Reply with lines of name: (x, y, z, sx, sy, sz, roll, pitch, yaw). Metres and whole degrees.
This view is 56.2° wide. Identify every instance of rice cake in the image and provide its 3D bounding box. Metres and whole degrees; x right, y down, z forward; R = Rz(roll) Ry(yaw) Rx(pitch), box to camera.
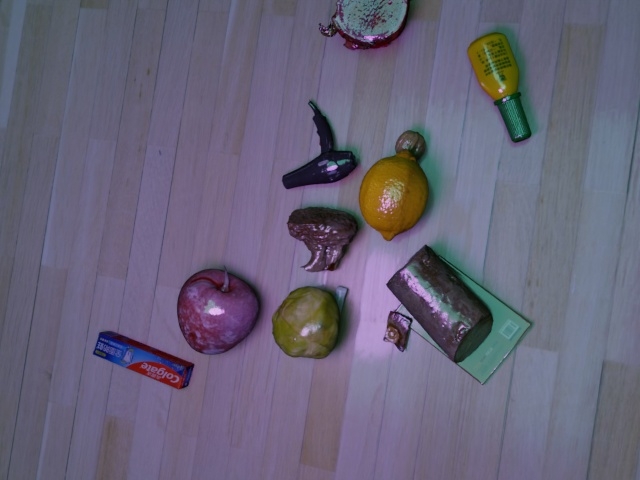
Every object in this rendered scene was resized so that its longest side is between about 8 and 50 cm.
rice cake: (0.037, 0.221, 1.742, 0.042, 0.030, 0.180, 15, 91, 11)

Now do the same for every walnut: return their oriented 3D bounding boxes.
walnut: (0.253, -0.264, 1.686, 0.092, 0.092, 0.092, -1, 87, 15)

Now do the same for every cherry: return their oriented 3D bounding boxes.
cherry: (-0.296, 0.196, 1.742, 0.236, 0.213, 0.285, 31, 116, 36)

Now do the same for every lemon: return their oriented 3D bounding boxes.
lemon: (0.203, -0.125, 1.637, 0.189, 0.188, 0.256, 13, 91, 15)

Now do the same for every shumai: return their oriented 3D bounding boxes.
shumai: (0.000, 0.000, 1.718, 0.206, 0.166, 0.175, 12, 113, 16)

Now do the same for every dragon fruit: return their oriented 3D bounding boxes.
dragon fruit: (0.140, -0.649, 1.716, 0.283, 0.147, 0.210, -20, 91, 16)

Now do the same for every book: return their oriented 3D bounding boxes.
book: (0.387, 0.217, 1.656, 0.310, 0.021, 0.216, 38, 97, 13)

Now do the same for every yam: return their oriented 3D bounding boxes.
yam: (0.319, 0.167, 1.586, 0.168, 0.168, 0.304, -44, 76, 9)

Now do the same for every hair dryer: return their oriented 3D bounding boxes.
hair dryer: (-0.018, -0.287, 1.778, 0.236, 0.091, 0.271, -15, 71, 24)

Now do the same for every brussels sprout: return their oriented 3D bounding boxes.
brussels sprout: (-0.039, 0.228, 1.676, 0.223, 0.161, 0.223, -13, 68, 37)

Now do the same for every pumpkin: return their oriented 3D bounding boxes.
pumpkin: (0.219, 0.253, 1.685, 0.073, 0.035, 0.101, 24, 107, 33)

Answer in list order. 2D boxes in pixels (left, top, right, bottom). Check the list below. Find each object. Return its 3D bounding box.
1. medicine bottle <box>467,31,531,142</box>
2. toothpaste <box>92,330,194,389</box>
medicine bottle: (0.497, -0.415, 1.631, 0.111, 0.076, 0.308, -20, 82, 15)
toothpaste: (-0.554, 0.371, 1.875, 0.321, 0.066, 0.076, 17, 92, 16)
